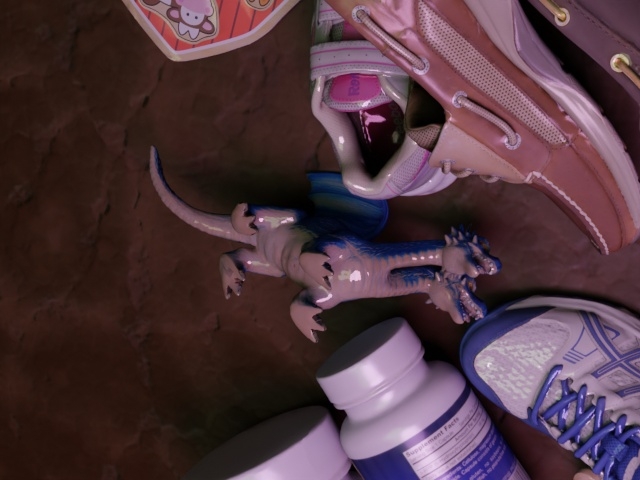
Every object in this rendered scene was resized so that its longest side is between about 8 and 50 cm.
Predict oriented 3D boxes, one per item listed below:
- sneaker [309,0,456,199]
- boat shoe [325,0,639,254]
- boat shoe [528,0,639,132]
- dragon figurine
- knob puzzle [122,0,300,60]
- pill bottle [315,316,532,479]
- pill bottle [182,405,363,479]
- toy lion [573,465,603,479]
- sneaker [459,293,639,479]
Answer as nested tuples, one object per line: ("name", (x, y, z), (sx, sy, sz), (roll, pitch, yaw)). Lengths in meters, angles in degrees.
("sneaker", (0.042, -0.141, 1.224), (0.103, 0.111, 0.252), (-8, 105, 25))
("boat shoe", (0.110, -0.101, 1.158), (0.116, 0.123, 0.324), (-39, 116, 5))
("boat shoe", (0.246, -0.105, 1.109), (0.324, 0.116, 0.097), (50, 119, 8))
("dragon figurine", (0.000, 0.000, 1.307), (0.289, 0.144, 0.085), (25, 119, 34))
("knob puzzle", (-0.096, -0.227, 1.297), (0.213, 0.030, 0.213), (7, 111, 19))
("pill bottle", (0.081, 0.159, 1.309), (0.112, 0.112, 0.186), (-29, 100, 28))
("pill bottle", (0.006, 0.291, 1.366), (0.161, 0.161, 0.283), (-22, 99, 27))
("toy lion", (0.247, 0.223, 1.311), (0.100, 0.034, 0.096), (24, 136, 29))
("sneaker", (0.233, 0.133, 1.235), (0.296, 0.131, 0.112), (21, 117, 16))
